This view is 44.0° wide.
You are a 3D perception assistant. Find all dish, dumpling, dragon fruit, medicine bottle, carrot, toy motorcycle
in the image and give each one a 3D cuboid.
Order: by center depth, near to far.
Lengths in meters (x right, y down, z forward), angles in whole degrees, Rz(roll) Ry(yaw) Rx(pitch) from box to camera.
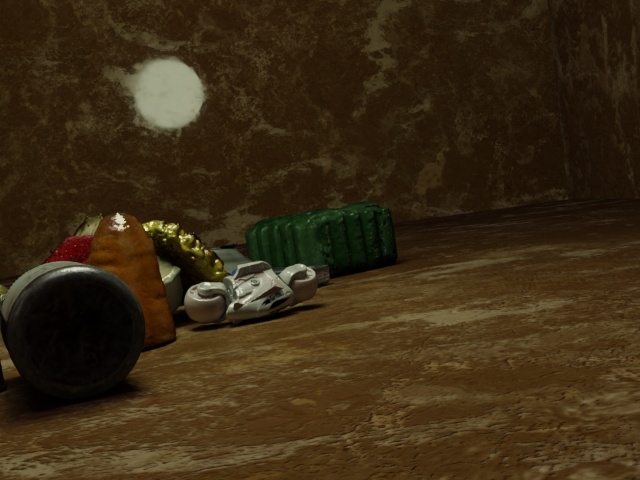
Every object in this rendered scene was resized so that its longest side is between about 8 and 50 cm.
[{"bbox_3d":[-0.340,0.108,1.059,0.165,0.165,0.273,-9,5,-24],"label":"medicine bottle"},{"bbox_3d":[-0.319,0.067,1.289,0.159,0.224,0.159,-3,1,0],"label":"carrot"},{"bbox_3d":[-0.114,0.100,1.408,0.254,0.112,0.112,-10,5,-26],"label":"toy motorcycle"},{"bbox_3d":[-0.355,0.109,1.491,0.179,0.131,0.252,-35,6,-25],"label":"dumpling"},{"bbox_3d":[-0.481,0.083,1.576,0.189,0.163,0.261,-34,14,16],"label":"dragon fruit"},{"bbox_3d":[-0.287,0.065,1.924,0.317,0.106,0.316,-4,1,0],"label":"dish"}]

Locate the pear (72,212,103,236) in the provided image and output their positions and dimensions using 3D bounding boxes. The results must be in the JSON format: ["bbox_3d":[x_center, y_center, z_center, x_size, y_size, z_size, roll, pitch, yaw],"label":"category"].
[{"bbox_3d":[-0.558,0.072,2.067,0.178,0.266,0.267,26,-13,-28],"label":"pear"}]

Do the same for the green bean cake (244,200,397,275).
[{"bbox_3d":[0.000,0.000,2.029,0.300,0.169,0.308,-11,4,-38],"label":"green bean cake"}]

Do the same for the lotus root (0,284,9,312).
[{"bbox_3d":[-0.839,0.155,1.986,0.165,0.088,0.088,-16,0,21],"label":"lotus root"}]

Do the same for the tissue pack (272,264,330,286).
[{"bbox_3d":[-0.071,0.084,1.768,0.156,0.051,0.112,-5,3,40],"label":"tissue pack"}]

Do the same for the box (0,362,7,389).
[{"bbox_3d":[-0.575,0.147,1.116,0.184,0.143,0.273,-9,5,-35],"label":"box"}]

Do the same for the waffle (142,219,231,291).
[{"bbox_3d":[-0.258,0.052,1.531,0.238,0.243,0.058,8,50,50],"label":"waffle"}]
